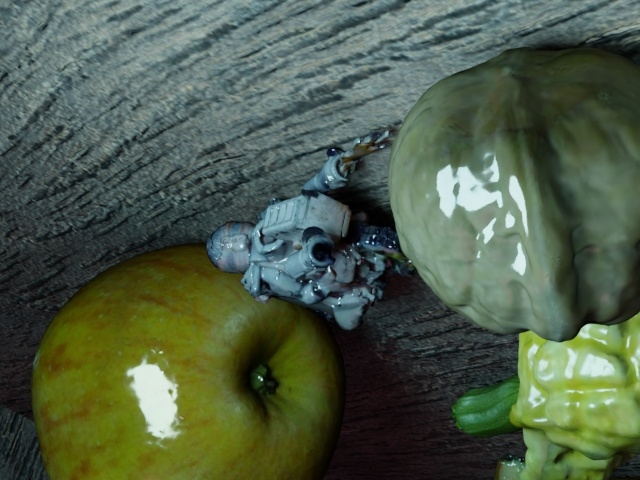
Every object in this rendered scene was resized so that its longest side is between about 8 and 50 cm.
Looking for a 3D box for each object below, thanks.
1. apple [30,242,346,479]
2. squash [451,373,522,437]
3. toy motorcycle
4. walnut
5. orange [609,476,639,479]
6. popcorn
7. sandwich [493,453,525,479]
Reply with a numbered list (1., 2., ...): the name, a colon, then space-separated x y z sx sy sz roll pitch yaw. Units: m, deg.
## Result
1. apple: -0.157 0.191 1.824 0.400 0.400 0.333 29 150 -17
2. squash: 0.239 0.219 1.940 0.077 0.068 0.219 17 160 -19
3. toy motorcycle: 0.000 0.000 1.580 0.207 0.134 0.401 20 160 -12
4. walnut: 0.178 -0.044 1.193 0.248 0.248 0.248 19 158 8
5. orange: 0.461 0.438 2.078 0.334 0.196 0.262 16 172 25
6. popcorn: 0.320 0.119 1.409 0.293 0.237 0.293 11 153 6
7. sandwich: 0.330 0.432 2.278 0.122 0.128 0.235 -1 150 29
